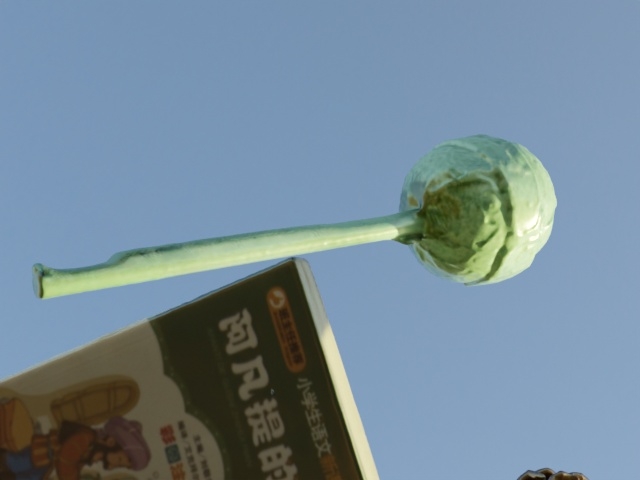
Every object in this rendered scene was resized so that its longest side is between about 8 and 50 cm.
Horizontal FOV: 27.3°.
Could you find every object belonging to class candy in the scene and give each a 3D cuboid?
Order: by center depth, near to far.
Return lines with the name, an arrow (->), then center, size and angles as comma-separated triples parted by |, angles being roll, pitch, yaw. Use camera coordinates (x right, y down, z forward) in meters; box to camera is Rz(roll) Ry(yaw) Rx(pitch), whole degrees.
candy -> 0.000, 0.000, 0.953 | 0.440, 0.119, 0.119 | -11, -46, -35

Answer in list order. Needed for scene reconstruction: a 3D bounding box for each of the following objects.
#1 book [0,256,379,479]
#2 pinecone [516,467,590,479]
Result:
book -> -0.094, 0.149, 0.809 | 0.264, 0.027, 0.202 | -22, -103, 20
pinecone -> 0.235, 0.298, 1.232 | 0.163, 0.163, 0.165 | 44, -18, -17
